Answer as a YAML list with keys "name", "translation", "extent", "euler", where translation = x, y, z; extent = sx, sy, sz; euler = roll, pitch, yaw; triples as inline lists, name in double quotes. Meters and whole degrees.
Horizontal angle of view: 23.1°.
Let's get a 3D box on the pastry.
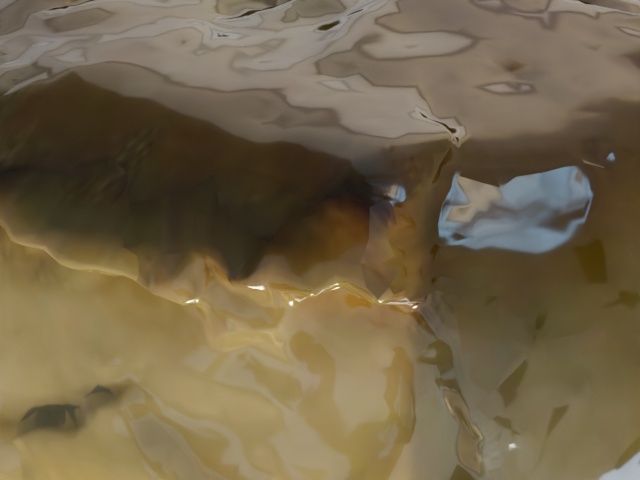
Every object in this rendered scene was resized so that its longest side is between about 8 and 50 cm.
- name: "pastry"
  translation: [0.000, 0.000, 0.633]
  extent: [0.409, 0.410, 0.245]
  euler: [-88, 179, -58]
